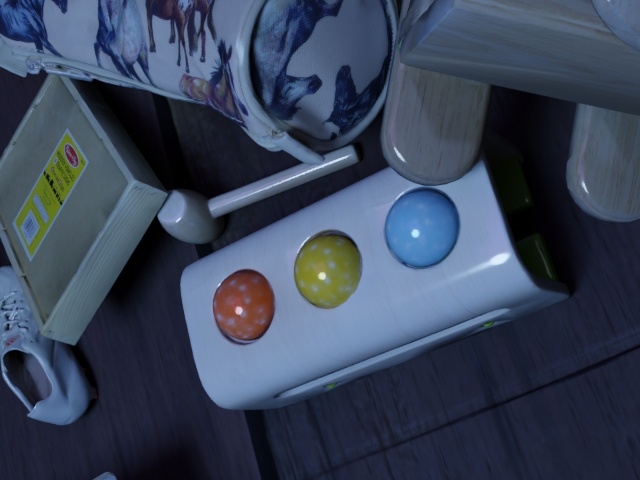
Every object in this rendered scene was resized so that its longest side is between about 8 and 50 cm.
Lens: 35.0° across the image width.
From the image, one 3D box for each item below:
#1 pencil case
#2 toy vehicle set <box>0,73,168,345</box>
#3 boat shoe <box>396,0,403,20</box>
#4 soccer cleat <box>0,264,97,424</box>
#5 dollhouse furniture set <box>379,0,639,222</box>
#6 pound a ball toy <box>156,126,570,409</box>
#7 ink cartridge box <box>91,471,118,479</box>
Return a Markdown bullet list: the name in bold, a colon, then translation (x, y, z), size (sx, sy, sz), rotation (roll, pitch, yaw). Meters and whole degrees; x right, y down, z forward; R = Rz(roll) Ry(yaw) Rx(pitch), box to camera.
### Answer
- **pencil case**: translation (-0.124, -0.189, 0.862), size (0.410, 0.160, 0.183), rotation (23, 97, 40)
- **toy vehicle set**: translation (-0.243, -0.045, 0.964), size (0.166, 0.035, 0.267), rotation (-56, 41, 14)
- **boat shoe**: translation (0.161, -0.251, 0.748), size (0.302, 0.109, 0.094), rotation (-44, 60, 22)
- **soccer cleat**: translation (-0.287, 0.095, 0.993), size (0.068, 0.076, 0.196), rotation (-47, 61, 18)
- **dollhouse furniture set**: translation (0.236, -0.033, 0.500), size (0.394, 0.362, 0.256), rotation (11, 85, -7)
- **pound a ball toy**: translation (0.000, 0.000, 0.790), size (0.319, 0.136, 0.208), rotation (-24, 70, 27)
- **ink cartridge box**: translation (-0.197, 0.371, 0.855), size (0.309, 0.130, 0.271), rotation (-31, 68, 24)
